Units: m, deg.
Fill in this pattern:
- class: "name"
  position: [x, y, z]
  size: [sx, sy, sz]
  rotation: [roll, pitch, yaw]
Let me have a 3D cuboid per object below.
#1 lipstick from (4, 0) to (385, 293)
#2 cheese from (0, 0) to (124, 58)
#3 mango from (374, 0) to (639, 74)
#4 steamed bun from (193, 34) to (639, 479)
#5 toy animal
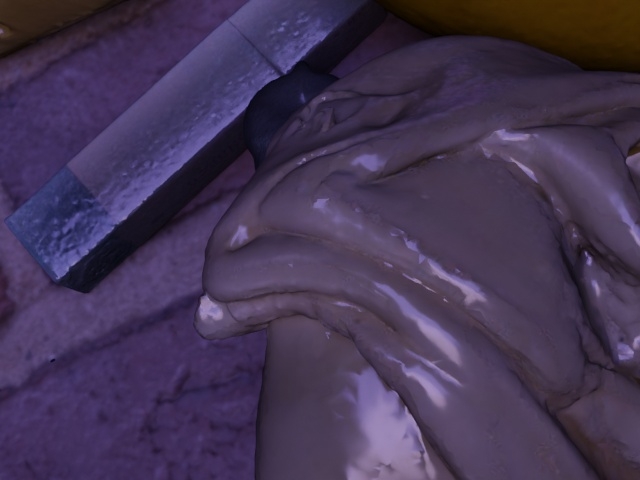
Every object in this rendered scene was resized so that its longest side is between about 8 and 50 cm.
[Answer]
- class: "lipstick"
  position: [-0.088, -0.093, 0.685]
  size: [0.317, 0.066, 0.068]
  rotation: [-43, 77, -3]
- class: "cheese"
  position: [-0.242, -0.306, 0.703]
  size: [0.260, 0.128, 0.315]
  rotation: [-9, 73, 19]
- class: "mango"
  position: [0.184, -0.243, 0.604]
  size: [0.445, 0.220, 0.301]
  rotation: [16, 57, -6]
- class: "steamed bun"
  position: [0.116, 0.036, 0.482]
  size: [0.219, 0.324, 0.309]
  rotation: [-11, 100, 41]
- class: "toy animal"
  position: [0.001, 0.004, 0.618]
  size: [0.082, 0.137, 0.269]
  rotation: [-8, 81, 3]
